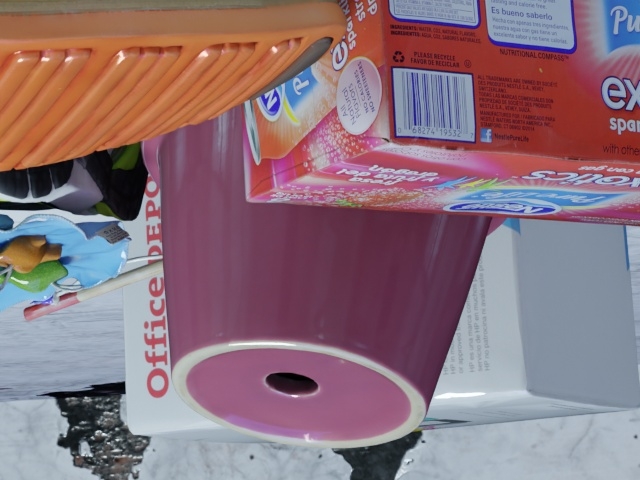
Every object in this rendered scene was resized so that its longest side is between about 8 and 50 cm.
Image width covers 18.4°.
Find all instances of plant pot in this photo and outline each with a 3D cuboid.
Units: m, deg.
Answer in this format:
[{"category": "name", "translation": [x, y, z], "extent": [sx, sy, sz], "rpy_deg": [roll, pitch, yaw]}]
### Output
[{"category": "plant pot", "translation": [0.000, 0.000, 1.013], "extent": [0.201, 0.180, 0.201], "rpy_deg": [6, 153, 3]}]

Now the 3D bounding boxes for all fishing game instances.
[{"category": "fishing game", "translation": [-0.187, 0.026, 1.050], "extent": [0.189, 0.041, 0.264], "rpy_deg": [-20, 166, 30]}]

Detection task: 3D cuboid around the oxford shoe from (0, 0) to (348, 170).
[{"category": "oxford shoe", "translation": [-0.153, -0.103, 0.704], "extent": [0.364, 0.132, 0.130], "rpy_deg": [-2, 160, -34]}]

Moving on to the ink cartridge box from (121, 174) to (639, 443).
[{"category": "ink cartridge box", "translation": [0.036, 0.019, 1.246], "extent": [0.270, 0.198, 0.197], "rpy_deg": [-8, 170, 27]}]

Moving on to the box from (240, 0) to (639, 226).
[{"category": "box", "translation": [0.099, -0.082, 0.890], "extent": [0.257, 0.128, 0.123], "rpy_deg": [2, 169, -32]}]

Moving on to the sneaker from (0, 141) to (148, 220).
[{"category": "sneaker", "translation": [-0.182, -0.061, 0.992], "extent": [0.121, 0.111, 0.300], "rpy_deg": [-3, 169, 14]}]
